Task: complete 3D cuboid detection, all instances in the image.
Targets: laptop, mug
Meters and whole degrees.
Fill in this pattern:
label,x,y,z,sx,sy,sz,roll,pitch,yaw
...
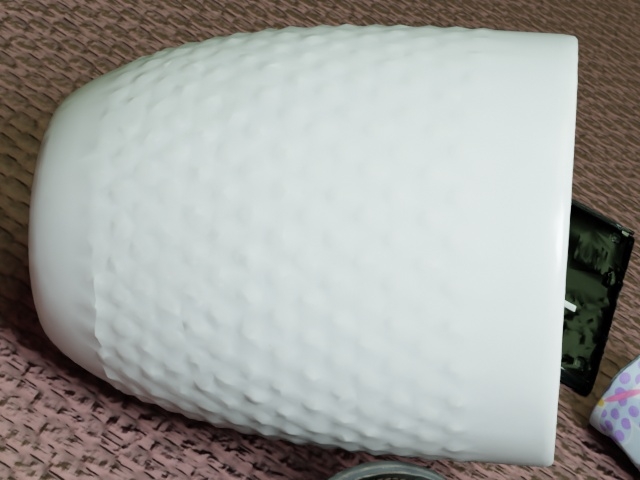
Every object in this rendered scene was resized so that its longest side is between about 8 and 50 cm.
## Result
label,x,y,z,sx,sy,sz,roll,pitch,yaw
laptop,0.141,-0.002,1.496,0.234,0.136,0.264,27,58,-8
mug,0.000,0.000,1.141,0.328,0.276,0.374,4,-3,8

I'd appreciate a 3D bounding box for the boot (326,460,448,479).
label,x,y,z,sx,sy,sz,roll,pitch,yaw
boot,0.020,0.255,0.992,0.263,0.091,0.229,-5,53,-39

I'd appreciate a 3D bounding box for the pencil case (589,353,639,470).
label,x,y,z,sx,sy,sz,roll,pitch,yaw
pencil case,0.335,0.190,1.308,0.273,0.113,0.124,46,25,20
